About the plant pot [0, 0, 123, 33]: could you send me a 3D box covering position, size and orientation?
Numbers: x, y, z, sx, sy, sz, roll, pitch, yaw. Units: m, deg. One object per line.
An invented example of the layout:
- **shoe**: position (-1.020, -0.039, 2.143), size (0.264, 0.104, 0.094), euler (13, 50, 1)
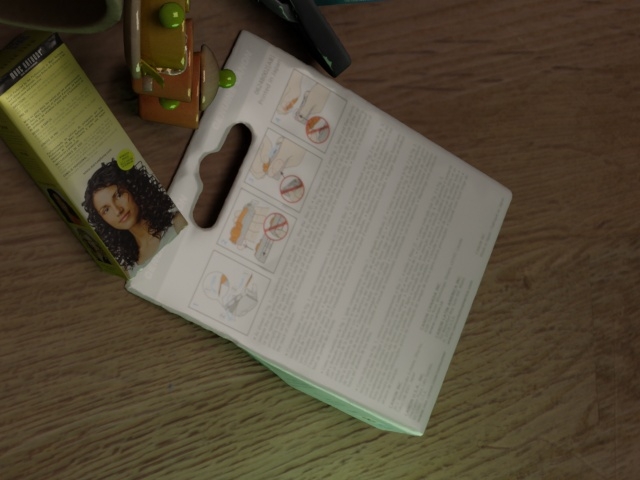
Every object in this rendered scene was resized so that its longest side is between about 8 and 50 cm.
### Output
- **plant pot**: position (-0.257, -0.358, 0.931), size (0.334, 0.333, 0.306), euler (25, 78, -41)

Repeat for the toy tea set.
- **toy tea set**: position (-0.100, -0.204, 1.121), size (0.124, 0.336, 0.200), euler (1, 83, -5)

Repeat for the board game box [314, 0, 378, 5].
- **board game box**: position (0.080, -0.315, 1.329), size (0.047, 0.210, 0.160), euler (51, 61, -33)

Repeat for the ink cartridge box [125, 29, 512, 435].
- **ink cartridge box**: position (0.000, 0.000, 1.403), size (0.385, 0.091, 0.308), euler (29, 76, -23)

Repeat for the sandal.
- **sandal**: position (-0.053, -0.256, 1.301), size (0.054, 0.097, 0.254), euler (-39, 122, -2)

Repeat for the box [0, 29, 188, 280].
- **box**: position (-0.220, -0.076, 1.182), size (0.087, 0.058, 0.232), euler (-47, 123, -22)
